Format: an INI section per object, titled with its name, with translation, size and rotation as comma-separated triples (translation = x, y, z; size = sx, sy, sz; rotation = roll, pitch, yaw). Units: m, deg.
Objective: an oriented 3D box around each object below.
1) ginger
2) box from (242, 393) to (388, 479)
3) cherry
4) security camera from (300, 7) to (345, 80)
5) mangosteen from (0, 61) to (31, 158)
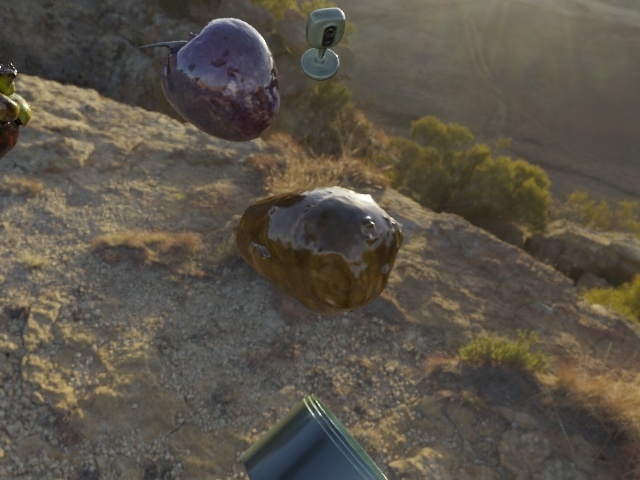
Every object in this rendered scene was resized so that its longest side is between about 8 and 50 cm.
[ginger]
translation = -0.002, 0.001, 0.907
size = 0.269, 0.223, 0.200
rotation = 41, 42, 1
[box]
translation = 0.003, 0.382, 0.870
size = 0.149, 0.226, 0.226
rotation = -41, 54, -8
[cherry]
translation = -0.185, -0.306, 1.021
size = 0.266, 0.213, 0.183
rotation = 49, 1, -25
[security camera]
translation = 0.003, -0.260, 0.705
size = 0.058, 0.092, 0.058
rotation = 1, 68, -3
[mangosteen]
translation = -0.646, -0.248, 1.017
size = 0.217, 0.192, 0.192
rotation = -29, 36, 12
